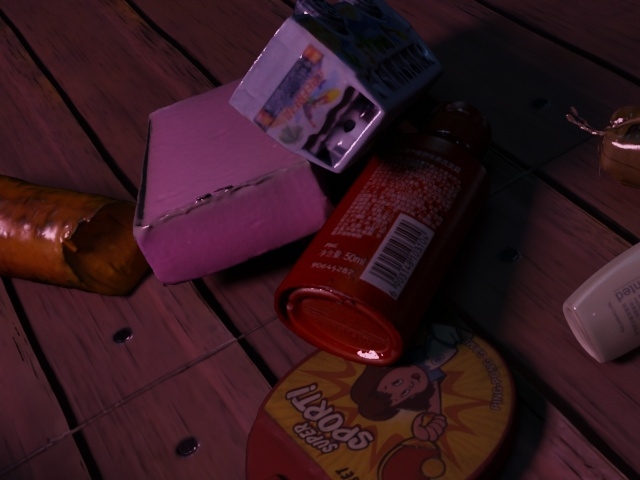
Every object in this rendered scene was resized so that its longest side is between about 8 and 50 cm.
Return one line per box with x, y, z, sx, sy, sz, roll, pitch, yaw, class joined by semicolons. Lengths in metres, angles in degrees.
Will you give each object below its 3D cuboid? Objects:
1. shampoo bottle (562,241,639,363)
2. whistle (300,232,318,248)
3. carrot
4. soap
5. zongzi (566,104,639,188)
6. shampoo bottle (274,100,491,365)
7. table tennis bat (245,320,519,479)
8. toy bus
0.294;0.018;0.794;0.212;0.072;0.049;-32;9;-2;shampoo bottle
0.000;0.000;0.968;0.033;0.033;0.176;-25;41;-9;whistle
-0.320;-0.011;1.043;0.301;0.114;0.114;9;47;27;carrot
-0.089;-0.077;1.018;0.181;0.081;0.259;-21;30;6;soap
0.349;-0.109;0.919;0.189;0.081;0.178;24;55;33;zongzi
0.075;-0.020;0.905;0.118;0.076;0.314;17;43;17;shampoo bottle
0.016;0.166;0.772;0.310;0.038;0.200;-32;39;-21;table tennis bat
0.030;-0.164;0.979;0.136;0.109;0.330;38;24;3;toy bus
